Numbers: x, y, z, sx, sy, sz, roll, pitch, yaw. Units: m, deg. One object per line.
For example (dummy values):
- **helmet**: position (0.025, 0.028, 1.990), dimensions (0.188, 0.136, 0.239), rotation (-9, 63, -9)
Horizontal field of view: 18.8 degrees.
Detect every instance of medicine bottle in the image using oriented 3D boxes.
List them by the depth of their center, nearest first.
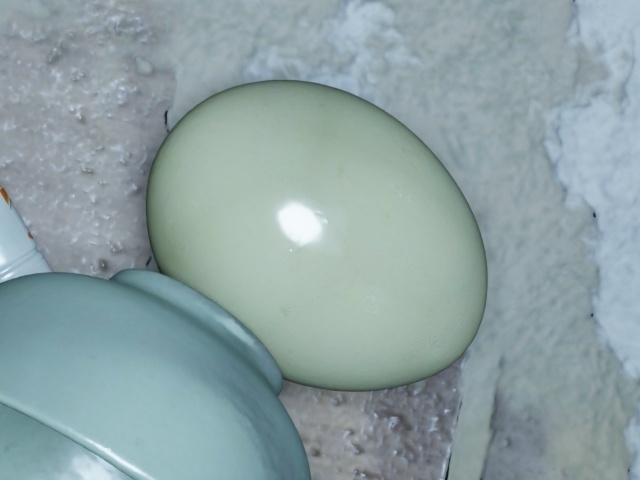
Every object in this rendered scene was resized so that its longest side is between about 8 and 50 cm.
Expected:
- **medicine bottle**: position (-0.215, 0.006, 1.252), dimensions (0.057, 0.057, 0.089), rotation (-32, 97, -14)

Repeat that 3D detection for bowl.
- **bowl**: position (-0.115, 0.110, 1.183), dimensions (0.289, 0.289, 0.146), rotation (38, 64, -12)

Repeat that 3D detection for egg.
- **egg**: position (0.000, 0.000, 1.246), dimensions (0.242, 0.186, 0.186), rotation (33, 81, -22)
